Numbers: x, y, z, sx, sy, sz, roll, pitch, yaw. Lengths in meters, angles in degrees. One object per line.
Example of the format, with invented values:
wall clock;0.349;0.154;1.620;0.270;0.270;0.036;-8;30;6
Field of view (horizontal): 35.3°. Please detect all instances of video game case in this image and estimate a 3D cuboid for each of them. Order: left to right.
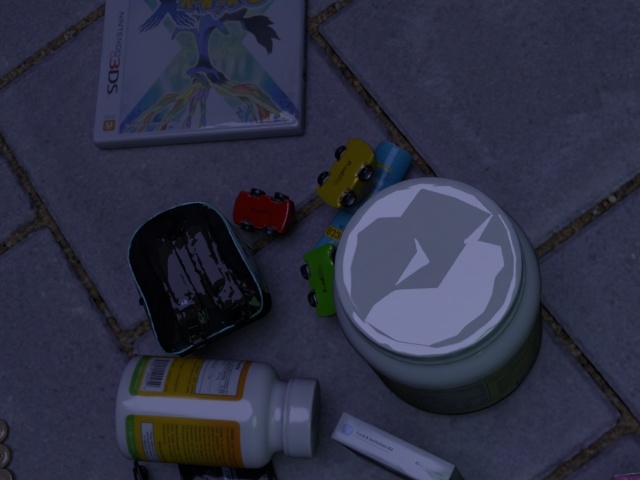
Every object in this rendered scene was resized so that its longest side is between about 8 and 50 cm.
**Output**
video game case;-0.183;-0.293;1.552;0.329;0.036;0.300;-3;72;12

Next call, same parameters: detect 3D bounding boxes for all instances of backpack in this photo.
backpack;-0.169;0.045;1.375;0.166;0.144;0.188;-27;89;4

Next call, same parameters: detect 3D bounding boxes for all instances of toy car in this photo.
toy car;0.000;0.000;1.379;0.239;0.053;0.225;-24;67;26

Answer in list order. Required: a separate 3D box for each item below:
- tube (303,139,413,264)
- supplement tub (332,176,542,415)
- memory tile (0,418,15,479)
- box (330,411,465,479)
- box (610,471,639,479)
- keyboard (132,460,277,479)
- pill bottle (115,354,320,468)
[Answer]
tube;0.059;-0.039;1.411;0.080;0.052;0.207;27;86;33
supplement tub;0.145;0.074;1.202;0.235;0.325;0.235;-4;71;12
memory tile;-0.509;0.323;1.437;0.148;0.012;0.113;-16;70;7
box;0.099;0.268;1.224;0.145;0.186;0.038;23;79;19
box;0.432;0.311;1.103;0.213;0.243;0.117;-11;71;9
keyboard;-0.156;0.340;1.343;0.201;0.033;0.317;-17;68;0
pill bottle;-0.127;0.221;1.293;0.245;0.136;0.136;2;73;8
